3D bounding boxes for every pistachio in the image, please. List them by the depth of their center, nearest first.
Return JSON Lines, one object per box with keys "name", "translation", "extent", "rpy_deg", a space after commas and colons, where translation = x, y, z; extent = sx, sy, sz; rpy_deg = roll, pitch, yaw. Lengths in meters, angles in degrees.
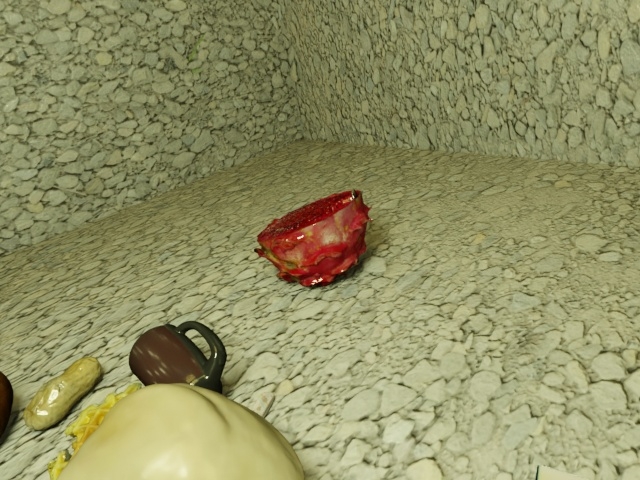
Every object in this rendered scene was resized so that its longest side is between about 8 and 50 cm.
{"name": "pistachio", "translation": [-0.203, 0.382, 0.676], "extent": [0.365, 0.281, 0.445], "rpy_deg": [-9, 18, -22]}

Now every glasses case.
{"name": "glasses case", "translation": [-0.128, 0.361, 0.999], "extent": [0.032, 0.021, 0.083], "rpy_deg": [3, 28, 23]}

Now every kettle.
{"name": "kettle", "translation": [-0.311, 0.288, 1.065], "extent": [0.232, 0.144, 0.202], "rpy_deg": [23, 80, 40]}

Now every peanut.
{"name": "peanut", "translation": [-0.619, 0.367, 1.125], "extent": [0.099, 0.099, 0.214], "rpy_deg": [1, 22, 24]}

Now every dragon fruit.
{"name": "dragon fruit", "translation": [0.000, 0.000, 1.454], "extent": [0.371, 0.249, 0.386], "rpy_deg": [-14, 16, 33]}

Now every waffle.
{"name": "waffle", "translation": [-0.419, 0.407, 0.922], "extent": [0.250, 0.056, 0.261], "rpy_deg": [-37, 37, -20]}

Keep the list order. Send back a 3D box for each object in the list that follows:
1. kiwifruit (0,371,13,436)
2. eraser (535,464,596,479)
{"name": "kiwifruit", "translation": [-0.799, 0.388, 1.025], "extent": [0.196, 0.196, 0.234], "rpy_deg": [-20, 34, -18]}
{"name": "eraser", "translation": [0.401, 0.404, 0.690], "extent": [0.150, 0.023, 0.104], "rpy_deg": [4, 30, 29]}
